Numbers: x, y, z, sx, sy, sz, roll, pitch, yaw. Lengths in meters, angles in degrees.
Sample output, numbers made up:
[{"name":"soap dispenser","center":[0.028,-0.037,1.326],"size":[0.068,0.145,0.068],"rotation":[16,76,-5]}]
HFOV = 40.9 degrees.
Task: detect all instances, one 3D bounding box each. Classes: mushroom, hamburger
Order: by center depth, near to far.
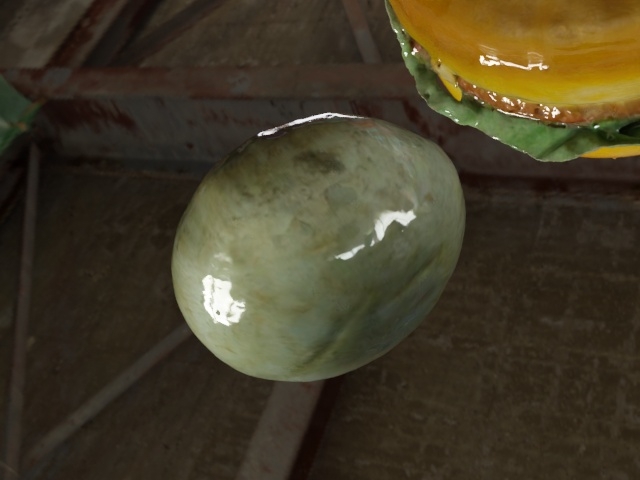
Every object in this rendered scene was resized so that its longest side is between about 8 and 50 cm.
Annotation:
[{"name":"hamburger","center":[0.153,-0.151,0.470],"size":[0.246,0.170,0.246],"rotation":[-8,-110,22]},{"name":"mushroom","center":[0.000,0.000,0.984],"size":[0.352,0.352,0.260],"rotation":[-32,-122,-6]}]
